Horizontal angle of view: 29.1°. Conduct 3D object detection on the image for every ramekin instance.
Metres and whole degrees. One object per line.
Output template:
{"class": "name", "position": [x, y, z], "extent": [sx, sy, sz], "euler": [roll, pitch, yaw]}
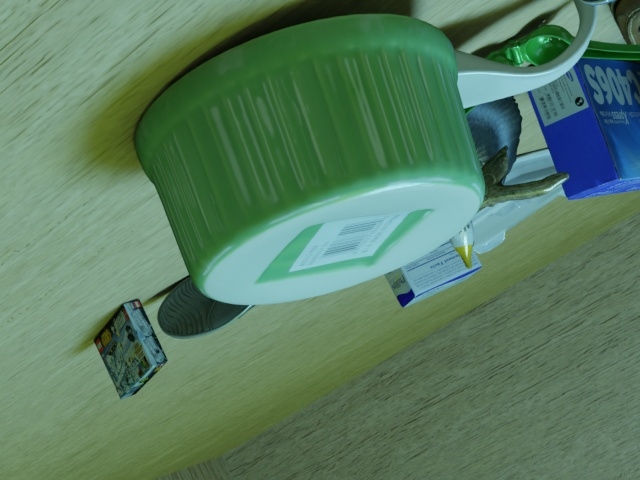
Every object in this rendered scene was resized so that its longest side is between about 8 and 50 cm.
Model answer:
{"class": "ramekin", "position": [-0.001, -0.058, 1.102], "extent": [0.303, 0.148, 0.303], "euler": [-17, 162, -6]}

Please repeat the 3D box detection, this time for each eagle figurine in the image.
{"class": "eagle figurine", "position": [0.150, -0.074, 1.507], "extent": [0.226, 0.225, 0.298], "euler": [13, -162, -5]}

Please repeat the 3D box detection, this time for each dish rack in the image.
{"class": "dish rack", "position": [0.296, -0.047, 2.098], "extent": [0.286, 0.072, 0.333], "euler": [-16, 165, -45]}

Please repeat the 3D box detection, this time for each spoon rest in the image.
{"class": "spoon rest", "position": [0.164, -0.174, 1.253], "extent": [0.276, 0.084, 0.137], "euler": [-28, 168, 0]}

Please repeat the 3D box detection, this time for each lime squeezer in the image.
{"class": "lime squeezer", "position": [0.224, -0.170, 1.333], "extent": [0.310, 0.110, 0.059], "euler": [-22, 155, 6]}

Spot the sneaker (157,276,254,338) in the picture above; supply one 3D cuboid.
{"class": "sneaker", "position": [-0.110, 0.071, 1.677], "extent": [0.222, 0.083, 0.118], "euler": [-29, 168, 1]}

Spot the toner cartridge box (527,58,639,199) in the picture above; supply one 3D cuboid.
{"class": "toner cartridge box", "position": [0.385, -0.148, 1.608], "extent": [0.075, 0.165, 0.348], "euler": [-21, 174, 31]}

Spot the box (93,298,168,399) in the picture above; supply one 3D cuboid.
{"class": "box", "position": [-0.256, 0.147, 1.652], "extent": [0.027, 0.094, 0.137], "euler": [-19, 166, -34]}

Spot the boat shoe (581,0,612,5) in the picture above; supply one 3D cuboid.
{"class": "boat shoe", "position": [0.325, -0.286, 1.176], "extent": [0.183, 0.066, 0.066], "euler": [-34, 168, 29]}

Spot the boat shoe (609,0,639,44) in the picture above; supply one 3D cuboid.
{"class": "boat shoe", "position": [0.442, -0.209, 1.438], "extent": [0.111, 0.104, 0.307], "euler": [-26, 147, 33]}

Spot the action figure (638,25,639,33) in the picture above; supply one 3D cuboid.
{"class": "action figure", "position": [0.469, -0.253, 1.176], "extent": [0.330, 0.178, 0.341], "euler": [-28, -172, 3]}

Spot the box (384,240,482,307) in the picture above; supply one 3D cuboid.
{"class": "box", "position": [0.153, 0.013, 1.872], "extent": [0.126, 0.137, 0.072], "euler": [-23, 168, -22]}
